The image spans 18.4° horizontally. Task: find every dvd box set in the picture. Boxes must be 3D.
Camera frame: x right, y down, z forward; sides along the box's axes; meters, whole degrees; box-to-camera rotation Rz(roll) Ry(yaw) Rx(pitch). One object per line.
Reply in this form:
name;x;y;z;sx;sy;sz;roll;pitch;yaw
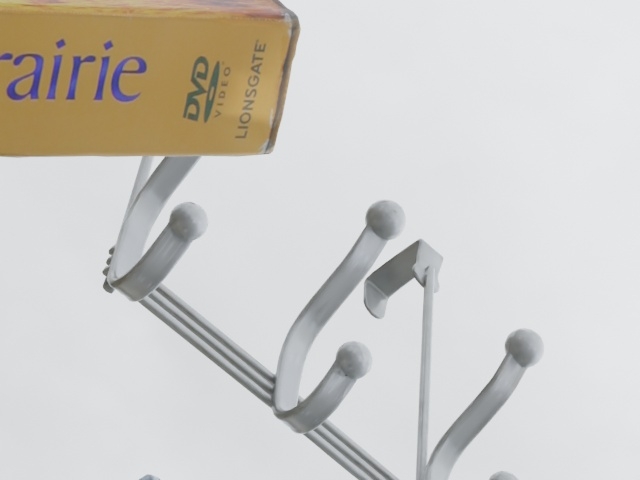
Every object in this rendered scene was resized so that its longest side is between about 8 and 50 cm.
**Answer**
dvd box set;-0.260;-0.117;0.719;0.307;0.420;0.062;42;-54;49

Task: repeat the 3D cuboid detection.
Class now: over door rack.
over door rack;0.000;0.000;1.073;0.239;0.108;0.324;42;15;-19

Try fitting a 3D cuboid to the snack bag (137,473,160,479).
snack bag;-0.050;0.304;0.775;0.323;0.037;0.342;-100;-170;-47
